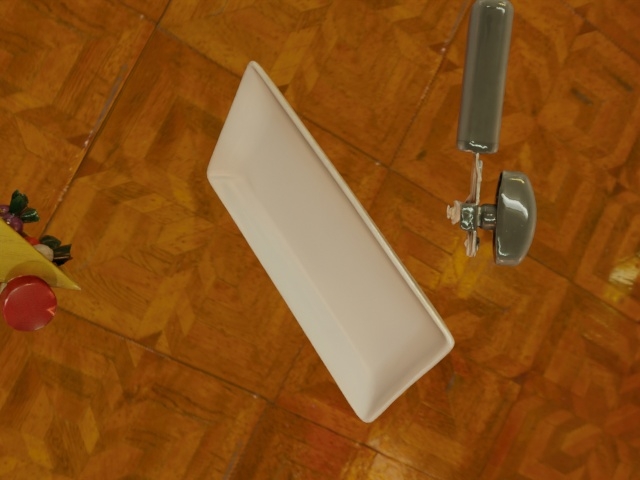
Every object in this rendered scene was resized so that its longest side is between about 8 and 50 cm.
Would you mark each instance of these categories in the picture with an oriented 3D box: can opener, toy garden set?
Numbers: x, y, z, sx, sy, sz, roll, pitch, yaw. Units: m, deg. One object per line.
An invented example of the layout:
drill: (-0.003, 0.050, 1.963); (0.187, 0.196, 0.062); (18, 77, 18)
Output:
can opener: (0.187, -0.115, 0.781); (0.093, 0.074, 0.281); (1, 97, 7)
toy garden set: (-0.226, -0.068, 0.396); (0.049, 0.203, 0.244); (-39, 126, -15)

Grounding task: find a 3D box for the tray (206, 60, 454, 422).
tray: (0.000, 0.000, 0.574); (0.030, 0.145, 0.270); (-19, 65, -37)
